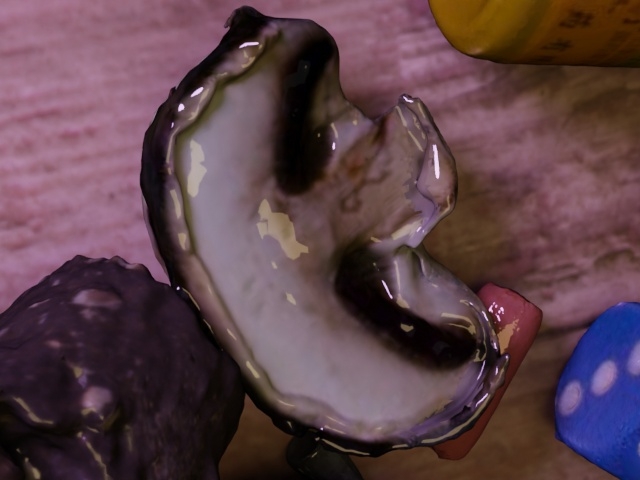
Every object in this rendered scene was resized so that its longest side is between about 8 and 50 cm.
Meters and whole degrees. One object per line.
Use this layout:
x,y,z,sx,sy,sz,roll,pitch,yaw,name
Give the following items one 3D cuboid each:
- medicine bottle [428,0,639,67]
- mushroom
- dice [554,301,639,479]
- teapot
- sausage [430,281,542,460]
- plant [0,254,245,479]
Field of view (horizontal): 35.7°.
0.282,-0.235,0.711,0.385,0.224,0.224,-2,103,-15,medicine bottle
0.000,0.000,0.751,0.247,0.130,0.344,-46,111,-11,mushroom
0.298,0.143,0.847,0.143,0.146,0.146,27,91,-16,dice
0.021,0.206,0.846,0.043,0.043,0.110,-44,113,-1,teapot
0.129,0.111,0.838,0.062,0.062,0.154,26,95,-18,sausage
-0.185,0.149,0.625,0.188,0.199,0.276,52,51,-22,plant
